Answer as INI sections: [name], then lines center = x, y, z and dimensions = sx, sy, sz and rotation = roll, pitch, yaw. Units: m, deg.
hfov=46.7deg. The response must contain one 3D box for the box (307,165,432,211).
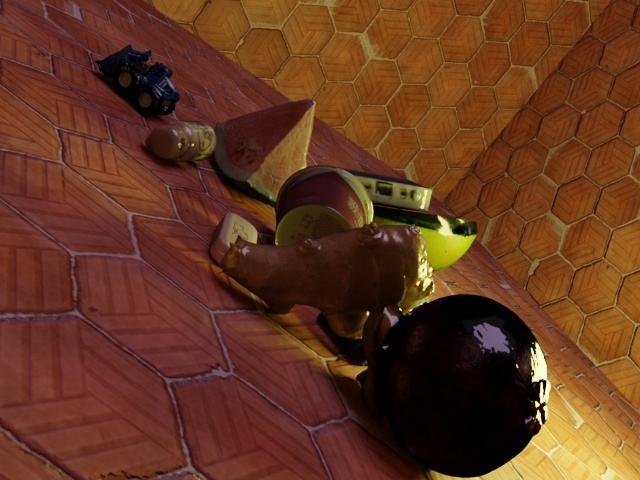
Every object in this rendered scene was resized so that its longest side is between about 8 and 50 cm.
[box]
center = 0.128, -0.154, 2.183
dimensions = 0.367, 0.091, 0.373
rotation = 9, 2, 0

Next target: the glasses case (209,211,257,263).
[glasses case]
center = -0.170, 0.003, 1.469
dimensions = 0.083, 0.050, 0.196
rotation = 33, 16, -14

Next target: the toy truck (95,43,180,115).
[toy truck]
center = -0.456, -0.417, 1.889
dimensions = 0.208, 0.126, 0.113
rotation = 39, 14, 6

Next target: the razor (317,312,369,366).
[razor]
center = 0.062, 0.185, 1.476
dimensions = 0.148, 0.054, 0.090
rotation = 47, 13, 28

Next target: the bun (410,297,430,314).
[bun]
center = 0.184, 0.141, 1.788
dimensions = 0.195, 0.118, 0.195
rotation = 35, 18, -13

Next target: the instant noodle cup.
[instant noodle cup]
center = -0.002, -0.032, 1.679
dimensions = 0.234, 0.235, 0.178
rotation = 36, 25, -10

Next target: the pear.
[pear]
center = 0.242, -0.002, 2.109
dimensions = 0.398, 0.165, 0.399
rotation = 9, 3, 0

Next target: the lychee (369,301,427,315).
[lychee]
center = 0.140, 0.180, 1.569
dimensions = 0.114, 0.101, 0.140
rotation = -2, -4, 43

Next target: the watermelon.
[watermelon]
center = -0.149, -0.230, 1.879
dimensions = 0.250, 0.293, 0.283
rotation = 6, 22, -8

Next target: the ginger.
[ginger]
center = 0.018, 0.067, 1.362
dimensions = 0.236, 0.375, 0.166
rotation = 69, 27, -51

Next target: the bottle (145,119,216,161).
[bottle]
center = -0.327, -0.230, 1.710
dimensions = 0.110, 0.097, 0.209
rotation = 9, 9, 13

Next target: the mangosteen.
[mangosteen]
center = 0.212, 0.239, 1.268
dimensions = 0.346, 0.307, 0.307
rotation = 9, -5, 35
